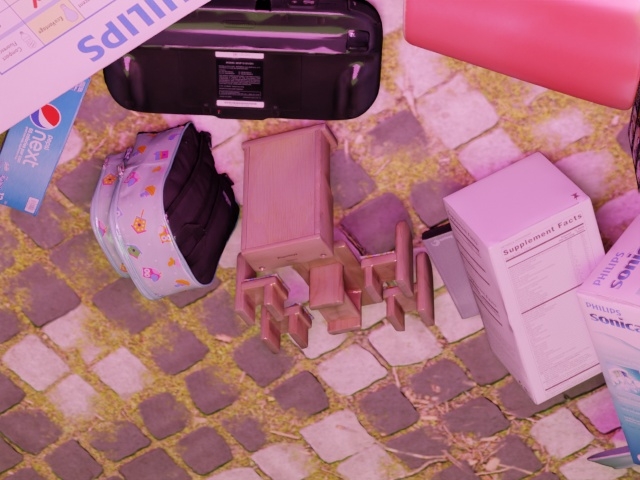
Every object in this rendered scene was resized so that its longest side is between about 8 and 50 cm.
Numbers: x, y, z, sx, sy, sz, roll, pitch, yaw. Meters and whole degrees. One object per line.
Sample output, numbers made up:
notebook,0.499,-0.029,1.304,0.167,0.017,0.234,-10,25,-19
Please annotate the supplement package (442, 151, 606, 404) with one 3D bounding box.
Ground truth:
supplement package,0.258,0.044,1.959,0.139,0.134,0.244,-25,123,-8

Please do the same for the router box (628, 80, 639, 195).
router box,0.381,-0.157,1.830,0.046,0.133,0.179,4,126,0

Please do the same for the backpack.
backpack,-0.183,-0.026,1.917,0.144,0.188,0.166,-14,125,12

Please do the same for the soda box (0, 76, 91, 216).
soda box,-0.325,-0.134,1.917,0.067,0.071,0.210,20,124,-13

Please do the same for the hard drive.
hard drive,0.193,0.030,2.042,0.094,0.022,0.135,-19,123,16

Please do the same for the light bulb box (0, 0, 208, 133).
light bulb box,-0.325,-0.349,1.668,0.358,0.225,0.361,-29,120,21

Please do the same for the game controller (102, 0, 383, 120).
game controller,-0.090,-0.208,1.871,0.319,0.067,0.166,3,140,1

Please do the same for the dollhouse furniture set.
dollhouse furniture set,0.000,0.000,1.979,0.212,0.161,0.242,-12,145,18

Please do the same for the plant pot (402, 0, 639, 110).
plant pot,0.218,-0.279,1.687,0.243,0.275,0.275,8,126,7

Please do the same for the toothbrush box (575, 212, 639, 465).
toothbrush box,0.438,0.109,1.948,0.126,0.216,0.295,13,139,42

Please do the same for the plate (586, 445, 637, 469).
plate,0.436,0.269,2.122,0.188,0.188,0.024,-15,84,13
